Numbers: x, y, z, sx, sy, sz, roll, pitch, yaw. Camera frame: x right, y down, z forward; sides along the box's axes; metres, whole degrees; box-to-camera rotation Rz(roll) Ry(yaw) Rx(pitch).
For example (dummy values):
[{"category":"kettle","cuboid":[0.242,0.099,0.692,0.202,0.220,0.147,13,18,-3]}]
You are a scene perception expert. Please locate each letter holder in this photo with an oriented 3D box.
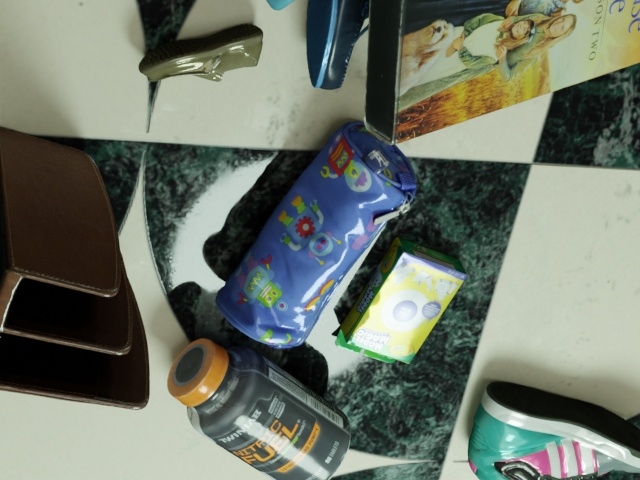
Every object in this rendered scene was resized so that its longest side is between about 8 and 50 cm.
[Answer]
[{"category":"letter holder","cuboid":[-0.276,0.031,1.639,0.214,0.302,0.152,14,118,-23]}]

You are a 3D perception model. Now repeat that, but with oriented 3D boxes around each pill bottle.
[{"category":"pill bottle","cuboid":[-0.085,0.223,1.923,0.130,0.130,0.245,-43,122,15]}]

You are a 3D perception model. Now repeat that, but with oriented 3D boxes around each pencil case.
[{"category":"pencil case","cuboid":[0.000,0.000,1.799,0.306,0.133,0.119,-53,153,21]}]

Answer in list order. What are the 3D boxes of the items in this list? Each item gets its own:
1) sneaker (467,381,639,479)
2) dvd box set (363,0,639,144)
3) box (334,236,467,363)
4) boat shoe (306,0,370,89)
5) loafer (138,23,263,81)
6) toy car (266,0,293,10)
[{"category":"sneaker","cuboid":[0.333,0.325,2.102,0.295,0.124,0.178,19,111,-16]},{"category":"dvd box set","cuboid":[0.238,-0.298,1.611,0.420,0.062,0.308,-19,130,-29]},{"category":"box","cuboid":[0.102,0.089,1.939,0.105,0.043,0.179,19,118,-25]},{"category":"boat shoe","cuboid":[0.046,-0.284,1.638,0.089,0.109,0.258,1,124,-20]},{"category":"loafer","cuboid":[-0.133,-0.204,1.672,0.148,0.056,0.050,-15,119,-5]},{"category":"toy car","cuboid":[-0.099,-0.338,1.542,0.238,0.210,0.219,-25,104,48]}]
